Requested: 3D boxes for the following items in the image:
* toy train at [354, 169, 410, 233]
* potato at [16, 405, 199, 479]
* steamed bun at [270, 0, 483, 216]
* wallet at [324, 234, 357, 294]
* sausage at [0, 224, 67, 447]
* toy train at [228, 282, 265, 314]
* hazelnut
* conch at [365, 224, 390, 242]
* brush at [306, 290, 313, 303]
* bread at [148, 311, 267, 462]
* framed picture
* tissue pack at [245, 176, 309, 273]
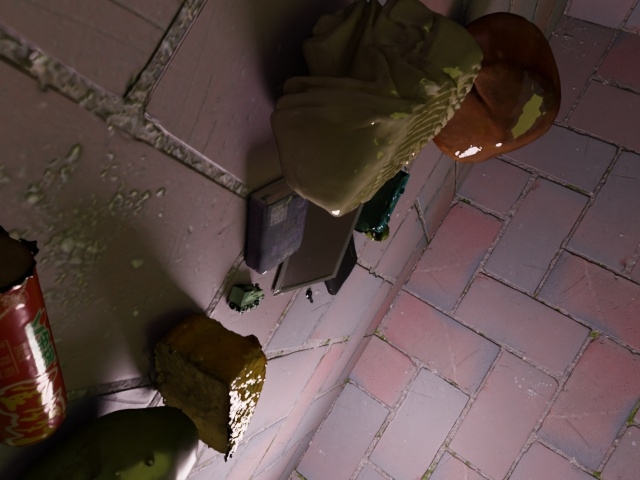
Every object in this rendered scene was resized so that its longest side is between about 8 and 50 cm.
[{"bbox_3d":[0.148,-0.111,1.025,0.197,0.107,0.154,-66,167,15],"label":"toy train"},{"bbox_3d":[-0.286,0.317,0.542,0.253,0.149,0.186,-22,124,-45],"label":"potato"},{"bbox_3d":[0.054,-0.190,0.567,0.289,0.203,0.276,-48,170,8],"label":"steamed bun"},{"bbox_3d":[0.053,0.052,1.110,0.149,0.044,0.250,-56,159,-19],"label":"wallet"},{"bbox_3d":[-0.279,0.112,0.373,0.083,0.083,0.263,-37,151,-47],"label":"sausage"},{"bbox_3d":[-0.134,0.103,0.755,0.083,0.033,0.053,-12,125,-64],"label":"toy train"},{"bbox_3d":[0.429,-0.379,1.053,0.372,0.316,0.371,-161,-90,-82],"label":"hazelnut"},{"bbox_3d":[0.162,-0.036,1.193,0.089,0.074,0.121,-87,163,-49],"label":"conch"},{"bbox_3d":[-0.027,0.154,1.111,0.024,0.008,0.083,-54,160,-18],"label":"brush"},{"bbox_3d":[-0.167,0.215,0.662,0.147,0.161,0.260,-47,151,-47],"label":"bread"},{"bbox_3d":[0.000,0.000,0.891,0.197,0.014,0.252,-12,131,-44],"label":"framed picture"},{"bbox_3d":[-0.072,-0.028,0.695,0.112,0.051,0.156,-37,151,-41],"label":"tissue pack"}]
